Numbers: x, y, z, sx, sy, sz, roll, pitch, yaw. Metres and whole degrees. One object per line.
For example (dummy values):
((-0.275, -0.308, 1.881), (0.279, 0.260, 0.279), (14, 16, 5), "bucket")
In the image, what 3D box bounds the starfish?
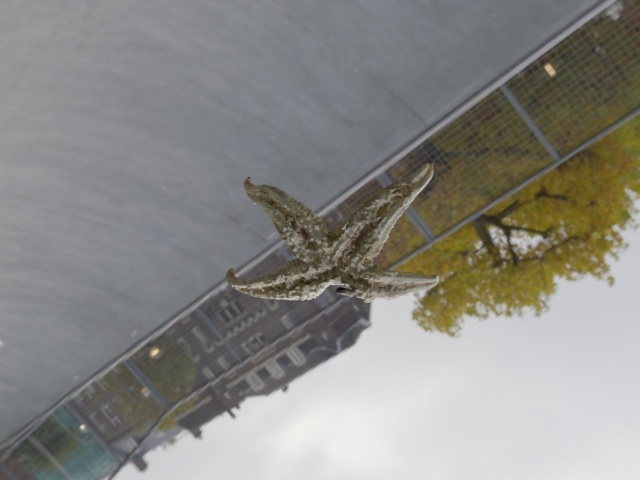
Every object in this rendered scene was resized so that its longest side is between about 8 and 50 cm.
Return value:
((-0.001, -0.001, 0.758), (0.247, 0.138, 0.050), (-3, -164, 21), "starfish")
